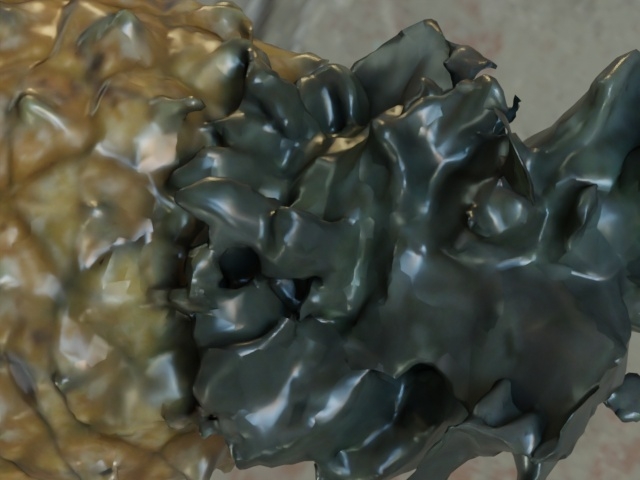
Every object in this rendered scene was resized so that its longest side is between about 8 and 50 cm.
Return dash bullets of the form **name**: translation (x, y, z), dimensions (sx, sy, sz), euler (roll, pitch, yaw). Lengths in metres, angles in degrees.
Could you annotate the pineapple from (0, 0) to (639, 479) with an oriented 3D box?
- **pineapple**: translation (0.000, -0.001, 0.390), dimensions (0.248, 0.128, 0.128), euler (2, 70, 30)
